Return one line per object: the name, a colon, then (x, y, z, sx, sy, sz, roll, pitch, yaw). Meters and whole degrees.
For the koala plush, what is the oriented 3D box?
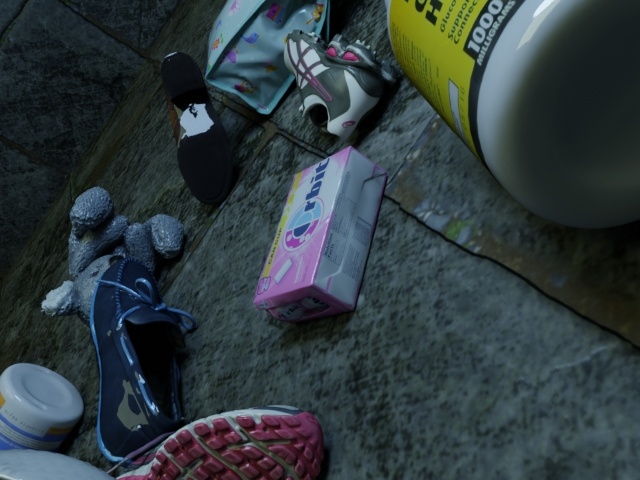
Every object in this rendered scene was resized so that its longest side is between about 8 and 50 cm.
koala plush: (-0.354, 0.067, 1.137, 0.203, 0.196, 0.221, -54, 27, 31)

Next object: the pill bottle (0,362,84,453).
pill bottle: (-0.542, 0.360, 1.156, 0.272, 0.152, 0.152, -54, 29, 6)

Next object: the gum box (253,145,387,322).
gum box: (0.000, 0.000, 0.758, 0.107, 0.062, 0.188, -21, 45, 48)

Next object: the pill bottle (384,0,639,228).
pill bottle: (0.162, -0.169, 0.540, 0.188, 0.188, 0.334, -48, 30, 18)

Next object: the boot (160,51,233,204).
boot: (-0.227, -0.200, 1.241, 0.096, 0.264, 0.280, -23, 8, -5)

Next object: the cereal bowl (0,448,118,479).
cereal bowl: (-0.252, 0.345, 0.608, 0.339, 0.339, 0.141, -51, -10, 12)

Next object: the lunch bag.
lunch bag: (-0.078, -0.388, 1.172, 0.262, 0.160, 0.223, -50, 28, 25)

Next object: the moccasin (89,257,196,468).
moccasin: (-0.232, 0.147, 0.938, 0.117, 0.138, 0.342, -41, 46, 20)

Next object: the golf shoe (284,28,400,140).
golf shoe: (-0.002, -0.222, 0.948, 0.120, 0.105, 0.273, -62, 27, 7)

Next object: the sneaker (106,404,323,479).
sneaker: (-0.120, 0.226, 0.676, 0.299, 0.121, 0.112, -29, 8, 29)
